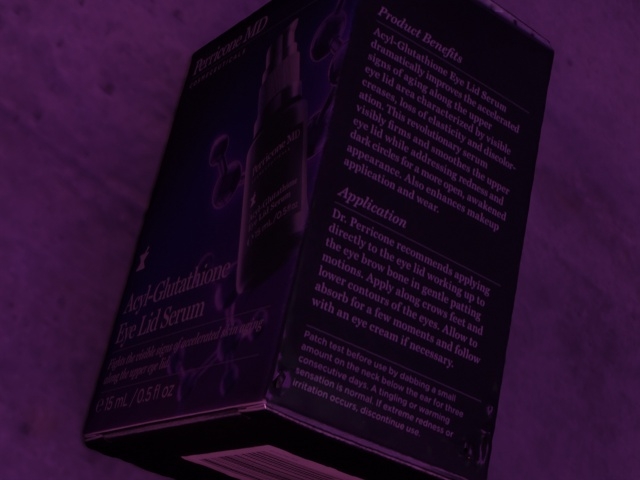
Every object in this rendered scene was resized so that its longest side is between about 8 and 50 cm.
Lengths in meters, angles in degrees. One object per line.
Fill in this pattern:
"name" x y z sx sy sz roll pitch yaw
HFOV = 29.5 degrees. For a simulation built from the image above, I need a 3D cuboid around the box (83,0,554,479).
"box" 0.000 0.000 0.527 0.108 0.153 0.207 25 63 -28
